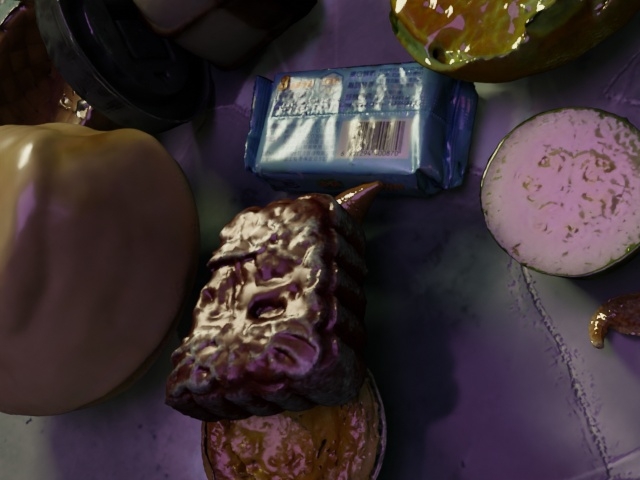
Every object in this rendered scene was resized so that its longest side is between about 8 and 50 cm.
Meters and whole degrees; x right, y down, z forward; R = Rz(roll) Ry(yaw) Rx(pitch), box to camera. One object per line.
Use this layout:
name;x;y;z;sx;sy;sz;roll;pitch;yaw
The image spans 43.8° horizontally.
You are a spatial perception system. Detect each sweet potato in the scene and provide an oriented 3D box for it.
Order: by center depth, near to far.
sweet potato;-0.001;-0.002;0.959;0.218;0.051;0.065;-47;35;25

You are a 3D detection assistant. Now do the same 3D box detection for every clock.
clock;-0.261;-0.274;1.085;0.055;0.281;0.280;-24;63;29

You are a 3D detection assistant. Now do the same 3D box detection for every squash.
squash;0.255;-0.035;0.788;0.170;0.123;0.170;-10;69;27

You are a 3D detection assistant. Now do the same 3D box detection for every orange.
orange;0.231;-0.304;0.851;0.334;0.196;0.262;-42;43;7

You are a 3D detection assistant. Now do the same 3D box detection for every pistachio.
pistachio;-0.336;0.028;1.014;0.445;0.281;0.365;-40;78;21

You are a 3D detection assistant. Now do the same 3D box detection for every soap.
soap;0.043;-0.134;0.974;0.293;0.077;0.156;4;75;31

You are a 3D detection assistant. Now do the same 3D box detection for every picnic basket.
picnic basket;-0.426;-0.254;1.151;0.293;0.337;0.337;-24;63;22

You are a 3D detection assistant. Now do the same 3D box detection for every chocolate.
chocolate;-0.157;-0.366;1.068;0.186;0.284;0.283;-31;60;29

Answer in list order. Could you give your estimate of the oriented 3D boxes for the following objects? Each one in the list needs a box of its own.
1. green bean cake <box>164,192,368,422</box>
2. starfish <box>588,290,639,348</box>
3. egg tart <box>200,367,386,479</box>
green bean cake;-0.051;0.068;0.849;0.199;0.097;0.232;-10;59;26
starfish;0.406;0.053;0.708;0.299;0.060;0.302;21;85;36
egg tart;-0.029;0.219;0.890;0.234;0.094;0.234;-9;71;25
